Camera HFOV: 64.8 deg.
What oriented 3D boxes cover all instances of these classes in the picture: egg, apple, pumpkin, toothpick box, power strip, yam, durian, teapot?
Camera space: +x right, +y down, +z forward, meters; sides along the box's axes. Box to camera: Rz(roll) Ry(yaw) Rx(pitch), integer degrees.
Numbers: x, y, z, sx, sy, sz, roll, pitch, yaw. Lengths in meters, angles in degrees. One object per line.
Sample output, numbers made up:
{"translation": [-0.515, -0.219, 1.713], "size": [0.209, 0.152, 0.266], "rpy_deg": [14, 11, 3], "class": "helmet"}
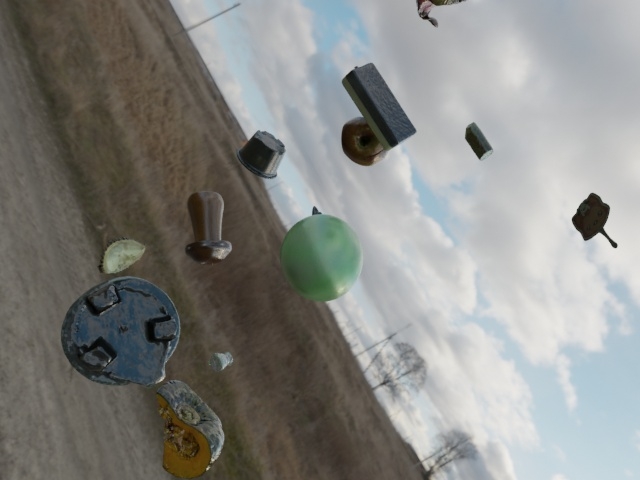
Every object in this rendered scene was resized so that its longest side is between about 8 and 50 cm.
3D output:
{"translation": [0.002, 0.045, 1.327], "size": [0.220, 0.220, 0.269], "rpy_deg": [62, 13, -16], "class": "egg"}
{"translation": [0.142, -0.315, 1.622], "size": [0.147, 0.163, 0.146], "rpy_deg": [-85, -169, -79], "class": "apple"}
{"translation": [-0.431, 0.591, 1.561], "size": [0.280, 0.190, 0.139], "rpy_deg": [45, 14, 2], "class": "pumpkin"}
{"translation": [-0.475, -0.046, 2.109], "size": [0.192, 0.192, 0.294], "rpy_deg": [74, 9, -76], "class": "toothpick box"}
{"translation": [0.165, -0.387, 1.444], "size": [0.070, 0.105, 0.256], "rpy_deg": [-30, -88, 52], "class": "power strip"}
{"translation": [0.587, -0.368, 1.885], "size": [0.146, 0.070, 0.070], "rpy_deg": [53, -2, -5], "class": "yam"}
{"translation": [-0.471, 0.029, 1.184], "size": [0.066, 0.130, 0.052], "rpy_deg": [30, -46, 16], "class": "durian"}
{"translation": [-0.353, 0.423, 1.772], "size": [0.064, 0.083, 0.064], "rpy_deg": [-7, 85, -56], "class": "teapot"}

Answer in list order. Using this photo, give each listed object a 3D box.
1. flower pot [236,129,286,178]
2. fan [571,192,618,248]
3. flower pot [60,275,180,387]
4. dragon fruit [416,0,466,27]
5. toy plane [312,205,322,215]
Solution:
{"translation": [-0.188, -0.294, 1.688], "size": [0.157, 0.107, 0.157], "rpy_deg": [29, 31, -19], "class": "flower pot"}
{"translation": [0.829, -0.048, 1.512], "size": [0.220, 0.009, 0.132], "rpy_deg": [-96, -159, -51], "class": "fan"}
{"translation": [-0.509, 0.244, 1.321], "size": [0.299, 0.299, 0.283], "rpy_deg": [62, -26, -7], "class": "flower pot"}
{"translation": [0.323, -0.734, 1.216], "size": [0.314, 0.263, 0.296], "rpy_deg": [48, 31, -53], "class": "dragon fruit"}
{"translation": [0.002, 0.001, 1.573], "size": [0.058, 0.226, 0.226], "rpy_deg": [-9, -93, 62], "class": "toy plane"}
